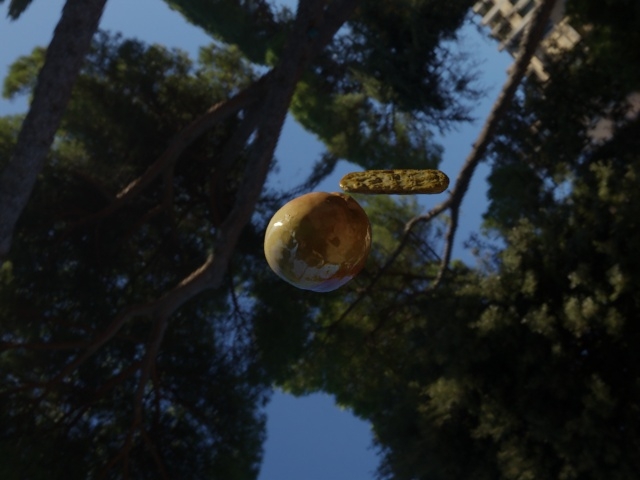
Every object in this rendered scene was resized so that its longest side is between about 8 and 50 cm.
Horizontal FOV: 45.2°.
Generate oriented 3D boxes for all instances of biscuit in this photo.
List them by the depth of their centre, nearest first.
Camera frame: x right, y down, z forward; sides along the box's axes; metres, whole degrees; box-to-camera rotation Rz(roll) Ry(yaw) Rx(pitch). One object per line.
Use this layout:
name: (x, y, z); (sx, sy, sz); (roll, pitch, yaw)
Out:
biscuit: (0.164, -0.131, 1.720); (0.247, 0.029, 0.118); (0, -156, 8)

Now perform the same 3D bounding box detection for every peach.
peach: (0.000, 0.000, 1.305); (0.184, 0.184, 0.184); (28, -144, -23)
